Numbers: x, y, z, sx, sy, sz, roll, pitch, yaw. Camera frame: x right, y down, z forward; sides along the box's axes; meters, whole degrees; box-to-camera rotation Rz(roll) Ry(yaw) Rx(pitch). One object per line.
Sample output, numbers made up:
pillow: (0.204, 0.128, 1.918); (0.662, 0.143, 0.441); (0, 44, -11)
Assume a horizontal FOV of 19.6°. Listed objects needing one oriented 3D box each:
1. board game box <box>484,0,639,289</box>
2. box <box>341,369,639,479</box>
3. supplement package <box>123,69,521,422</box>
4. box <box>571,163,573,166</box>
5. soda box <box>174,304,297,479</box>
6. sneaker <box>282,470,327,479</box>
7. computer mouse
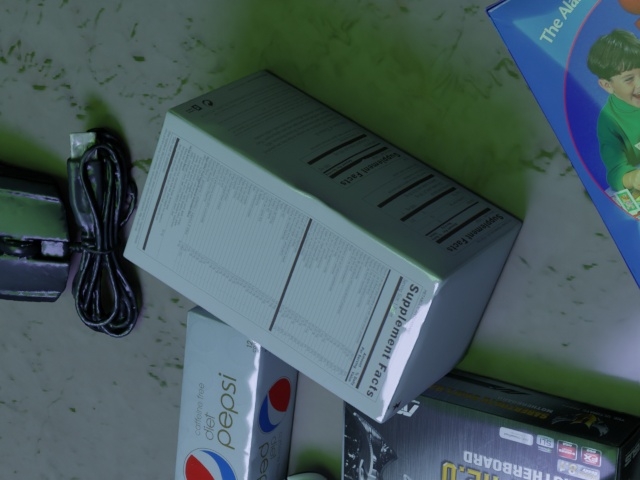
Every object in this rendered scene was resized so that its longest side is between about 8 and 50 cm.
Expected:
board game box: (0.308, -0.130, 1.153); (0.347, 0.078, 0.233); (-28, 92, 33)
box: (0.127, 0.199, 1.424); (0.231, 0.056, 0.183); (14, 115, 28)
supplement package: (0.000, 0.000, 1.377); (0.244, 0.134, 0.139); (32, 122, 18)
box: (0.226, -0.049, 1.287); (0.083, 0.018, 0.067); (46, 126, 9)
soda box: (-0.070, 0.152, 1.523); (0.074, 0.069, 0.216); (19, 117, 25)
sneaker: (-0.018, 0.291, 1.524); (0.071, 0.083, 0.190); (-2, 116, -11)
computer mouse: (-0.286, -0.016, 1.592); (0.272, 0.072, 0.188); (11, 115, 29)
